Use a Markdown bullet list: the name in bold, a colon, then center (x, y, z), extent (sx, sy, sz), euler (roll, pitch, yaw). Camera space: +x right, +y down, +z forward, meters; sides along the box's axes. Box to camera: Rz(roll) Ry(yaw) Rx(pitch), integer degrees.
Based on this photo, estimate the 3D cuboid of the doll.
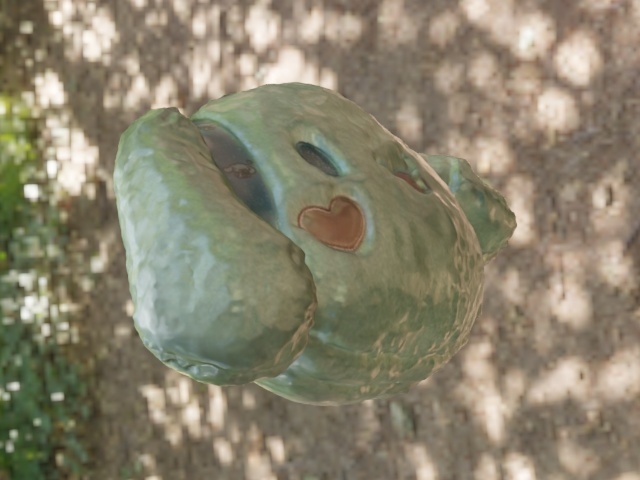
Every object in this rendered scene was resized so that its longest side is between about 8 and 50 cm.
- **doll**: center (0.000, 0.000, 0.460), extent (0.103, 0.214, 0.071), euler (46, 114, 14)
